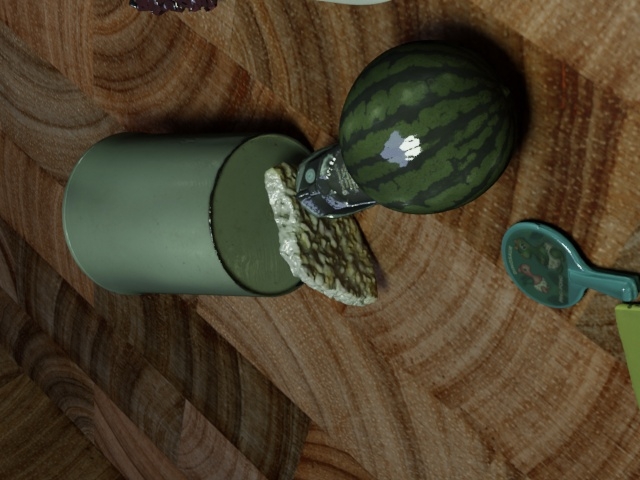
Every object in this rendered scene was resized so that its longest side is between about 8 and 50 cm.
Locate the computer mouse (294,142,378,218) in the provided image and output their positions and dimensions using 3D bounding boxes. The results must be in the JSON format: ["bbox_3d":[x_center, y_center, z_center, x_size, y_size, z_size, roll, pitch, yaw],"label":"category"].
[{"bbox_3d":[0.056,-0.094,1.381,0.192,0.062,0.105,-18,85,24],"label":"computer mouse"}]

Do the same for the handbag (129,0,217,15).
[{"bbox_3d":[-0.229,-0.438,1.463,0.203,0.074,0.216,10,127,47],"label":"handbag"}]

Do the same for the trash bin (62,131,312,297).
[{"bbox_3d":[-0.215,-0.043,1.605,0.432,0.280,0.280,2,120,46],"label":"trash bin"}]

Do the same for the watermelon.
[{"bbox_3d":[0.127,-0.133,1.171,0.212,0.212,0.212,31,139,31],"label":"watermelon"}]

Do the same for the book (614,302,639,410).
[{"bbox_3d":[0.513,0.184,1.121,0.352,0.035,0.239,2,118,50],"label":"book"}]

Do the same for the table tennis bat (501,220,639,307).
[{"bbox_3d":[0.309,0.038,1.249,0.201,0.033,0.124,18,133,48],"label":"table tennis bat"}]

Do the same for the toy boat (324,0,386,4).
[{"bbox_3d":[0.025,-0.352,1.212,0.295,0.088,0.129,21,133,40],"label":"toy boat"}]

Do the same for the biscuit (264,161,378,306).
[{"bbox_3d":[0.000,0.000,1.451,0.040,0.188,0.265,-23,111,35],"label":"biscuit"}]
